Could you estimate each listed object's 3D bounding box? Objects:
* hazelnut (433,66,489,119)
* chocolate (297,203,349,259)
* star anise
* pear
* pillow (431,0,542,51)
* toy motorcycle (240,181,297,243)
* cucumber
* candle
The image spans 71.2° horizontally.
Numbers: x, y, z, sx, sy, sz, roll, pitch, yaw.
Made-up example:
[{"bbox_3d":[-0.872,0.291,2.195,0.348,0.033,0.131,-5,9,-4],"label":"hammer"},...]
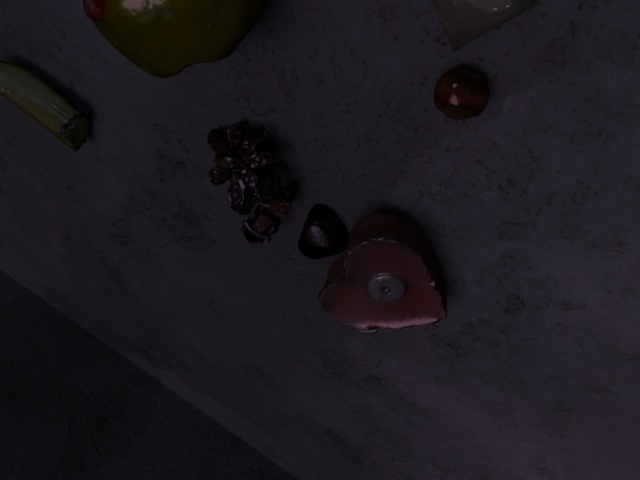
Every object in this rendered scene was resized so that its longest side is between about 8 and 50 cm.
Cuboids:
[{"bbox_3d":[0.228,-0.240,0.728,0.086,0.086,0.086,18,135,19],"label":"hazelnut"},{"bbox_3d":[0.000,0.000,1.087,0.125,0.080,0.148,34,137,4],"label":"chocolate"},{"bbox_3d":[-0.186,-0.163,1.016,0.220,0.099,0.214,6,101,37],"label":"star anise"},{"bbox_3d":[-0.232,-0.456,0.704,0.288,0.287,0.374,7,109,29],"label":"pear"},{"bbox_3d":[0.198,-0.398,0.622,0.148,0.050,0.229,-10,120,50],"label":"pillow"},{"bbox_3d":[-0.127,-0.059,1.089,0.084,0.118,0.212,38,139,-15],"label":"toy motorcycle"},{"bbox_3d":[-0.791,-0.393,1.252,0.326,0.105,0.145,34,165,3],"label":"cucumber"},{"bbox_3d":[0.163,0.086,1.024,0.288,0.131,0.316,21,135,-1],"label":"candle"}]
